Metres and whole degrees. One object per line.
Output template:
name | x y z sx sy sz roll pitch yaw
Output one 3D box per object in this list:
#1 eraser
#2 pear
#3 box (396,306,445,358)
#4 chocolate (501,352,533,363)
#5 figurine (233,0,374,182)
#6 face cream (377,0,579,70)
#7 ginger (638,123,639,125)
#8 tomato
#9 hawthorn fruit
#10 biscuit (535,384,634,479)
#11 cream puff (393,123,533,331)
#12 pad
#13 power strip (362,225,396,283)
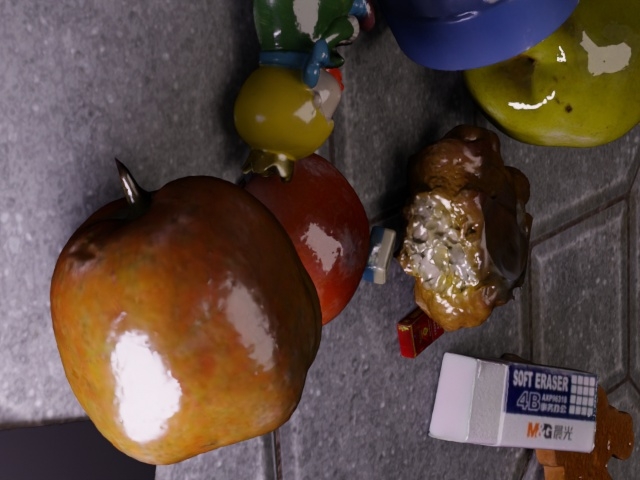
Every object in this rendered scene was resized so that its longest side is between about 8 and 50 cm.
eraser | 0.286 0.238 2.163 0.287 0.086 0.130 13 85 -42
pear | 0.322 -0.259 1.990 0.294 0.294 0.294 -15 109 -51
box | 0.137 0.119 2.024 0.082 0.023 0.051 -35 123 -44
chocolate | 0.301 0.208 2.254 0.100 0.031 0.064 23 83 -54
figurine | -0.017 -0.182 1.690 0.185 0.127 0.234 -2 89 -60
face cream | 0.168 -0.364 1.777 0.249 0.249 0.225 -54 135 -31
ginger | 0.528 -0.284 2.405 0.115 0.081 0.205 -13 109 -58
tomato | 0.000 0.000 1.750 0.199 0.112 0.228 -57 140 -31
hawthorn fruit | -0.137 0.056 1.452 0.268 0.268 0.301 -43 124 -39
biscuit | 0.424 0.333 2.430 0.334 0.047 0.202 38 66 -51
cream puff | 0.194 -0.011 1.963 0.241 0.155 0.269 30 71 -52
pad | -0.262 0.264 1.544 0.265 0.009 0.159 2 96 -54
power strip | 0.073 0.019 1.862 0.123 0.032 0.056 78 26 -81
